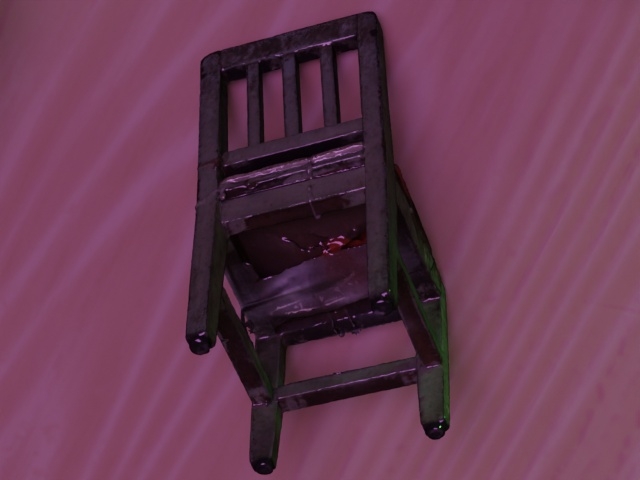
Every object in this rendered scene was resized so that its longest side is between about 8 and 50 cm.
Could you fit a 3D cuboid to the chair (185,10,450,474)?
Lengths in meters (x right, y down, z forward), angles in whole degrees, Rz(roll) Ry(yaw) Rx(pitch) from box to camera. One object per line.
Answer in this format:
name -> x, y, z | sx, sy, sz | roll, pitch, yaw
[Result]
chair -> 0.000, 0.000, 1.223 | 0.136, 0.147, 0.270 | -14, 43, 12
